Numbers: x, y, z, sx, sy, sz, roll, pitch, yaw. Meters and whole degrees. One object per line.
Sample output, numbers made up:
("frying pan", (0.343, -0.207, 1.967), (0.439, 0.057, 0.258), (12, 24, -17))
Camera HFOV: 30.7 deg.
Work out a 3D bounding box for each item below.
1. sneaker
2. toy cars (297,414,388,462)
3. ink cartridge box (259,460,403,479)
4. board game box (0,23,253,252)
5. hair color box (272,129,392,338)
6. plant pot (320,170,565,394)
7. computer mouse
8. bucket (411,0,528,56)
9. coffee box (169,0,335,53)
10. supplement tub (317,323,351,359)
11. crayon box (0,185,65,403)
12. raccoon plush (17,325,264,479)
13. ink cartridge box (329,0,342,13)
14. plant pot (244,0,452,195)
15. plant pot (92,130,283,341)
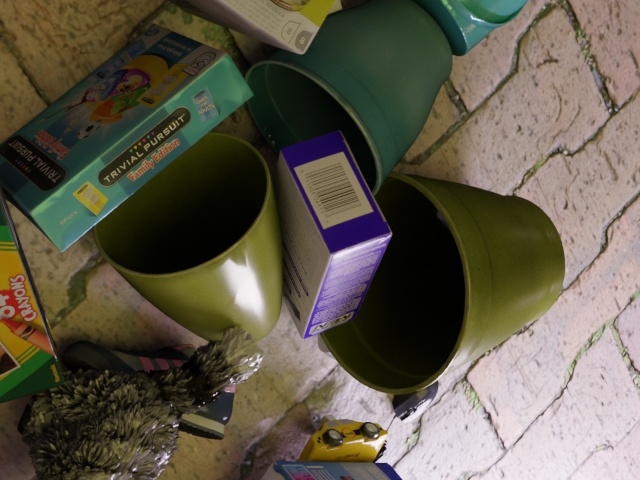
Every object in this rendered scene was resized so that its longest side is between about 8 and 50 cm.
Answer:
("sneaker", (-0.271, 0.212, 1.895), (0.319, 0.112, 0.131), (34, 64, -35))
("toy cars", (-0.058, 0.425, 2.105), (0.393, 0.087, 0.176), (-35, 143, -12))
("ink cartridge box", (0.014, 0.538, 2.090), (0.395, 0.151, 0.270), (13, 117, -51))
("board game box", (-0.292, -0.155, 1.626), (0.336, 0.254, 0.079), (-41, 124, -13))
("hair color box", (0.000, 0.000, 1.803), (0.110, 0.185, 0.339), (-19, 159, -18))
("plant pot", (0.225, 0.051, 2.009), (0.353, 0.366, 0.366), (-8, 113, -43))
("computer mouse", (0.146, 0.350, 2.234), (0.242, 0.041, 0.071), (-52, 127, -4))
("bucket", (0.205, -0.437, 1.832), (0.183, 0.281, 0.281), (-47, 126, -4))
("coffee box", (-0.140, -0.496, 1.536), (0.337, 0.338, 0.334), (30, 91, -37))
("supplement tub", (0.054, 0.190, 2.095), (0.107, 0.071, 0.071), (31, 90, -37))
("crayon box", (-0.545, 0.087, 1.566), (0.313, 0.106, 0.363), (-17, 130, -11))
("raccoon plush", (-0.278, 0.318, 1.680), (0.446, 0.299, 0.216), (-38, 126, 14))
("ink cartridge box", (-0.041, -0.387, 1.796), (0.143, 0.092, 0.090), (-26, 119, -24))
("plant pot", (0.065, -0.242, 1.828), (0.255, 0.271, 0.272), (-45, 126, -25))
("plant pot", (-0.167, 0.030, 1.800), (0.275, 0.275, 0.293), (-39, 141, -14))
